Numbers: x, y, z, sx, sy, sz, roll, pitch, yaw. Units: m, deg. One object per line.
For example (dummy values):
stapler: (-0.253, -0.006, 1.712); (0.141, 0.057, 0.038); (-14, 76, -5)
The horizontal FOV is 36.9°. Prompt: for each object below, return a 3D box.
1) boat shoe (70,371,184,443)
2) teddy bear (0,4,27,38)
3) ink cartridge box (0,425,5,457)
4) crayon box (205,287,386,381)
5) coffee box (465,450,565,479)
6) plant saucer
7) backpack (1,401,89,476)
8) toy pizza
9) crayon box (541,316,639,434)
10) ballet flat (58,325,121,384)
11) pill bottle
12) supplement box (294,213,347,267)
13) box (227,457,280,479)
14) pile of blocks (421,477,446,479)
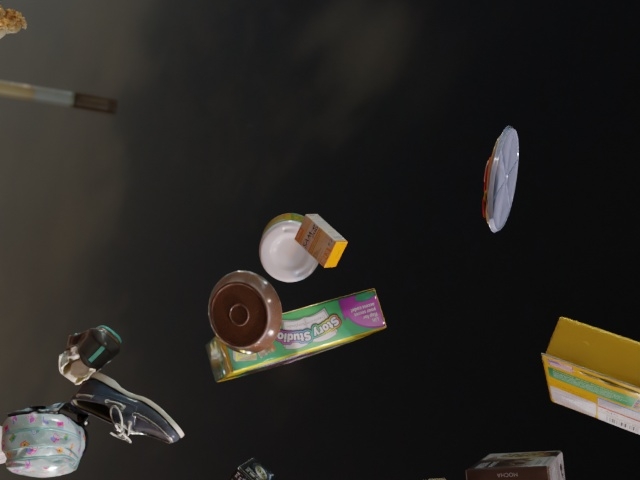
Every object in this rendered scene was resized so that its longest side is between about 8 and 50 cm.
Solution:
boat shoe: (-0.366, 0.326, 1.794); (0.254, 0.079, 0.095); (23, -37, 29)
teddy bear: (-0.828, -0.550, 2.160); (0.245, 0.338, 0.113); (-36, 154, -61)
ink cartridge box: (-0.728, 0.450, 2.070); (0.198, 0.115, 0.067); (86, -15, -75)
crayon box: (-0.067, 0.223, 2.226); (0.313, 0.363, 0.106); (135, -61, -72)
coffee box: (0.418, 0.520, 2.022); (0.297, 0.168, 0.119); (16, 68, -69)
plant saucer: (-0.157, 0.145, 1.905); (0.168, 0.029, 0.168); (3, -84, 25)
backpack: (-0.468, 0.340, 1.618); (0.182, 0.152, 0.115); (108, -28, -69)
toy pizza: (0.333, -0.116, 1.795); (0.032, 0.201, 0.201); (10, -86, 22)
crayon box: (0.460, 0.216, 1.488); (0.083, 0.203, 0.323); (-65, 157, -13)
ballet flat: (-0.474, 0.231, 1.914); (0.096, 0.095, 0.280); (-53, -172, -25)
pill bottle: (-0.069, 0.009, 2.200); (0.245, 0.136, 0.136); (-101, -159, -82)
supplement box: (0.000, 0.000, 1.878); (0.098, 0.036, 0.062); (42, -61, 33)
box: (-0.097, 0.473, 1.563); (0.147, 0.180, 0.077); (-54, 167, 9)
pile of blocks: (0.154, 0.664, 2.066); (0.362, 0.112, 0.149); (-36, -147, -1)
